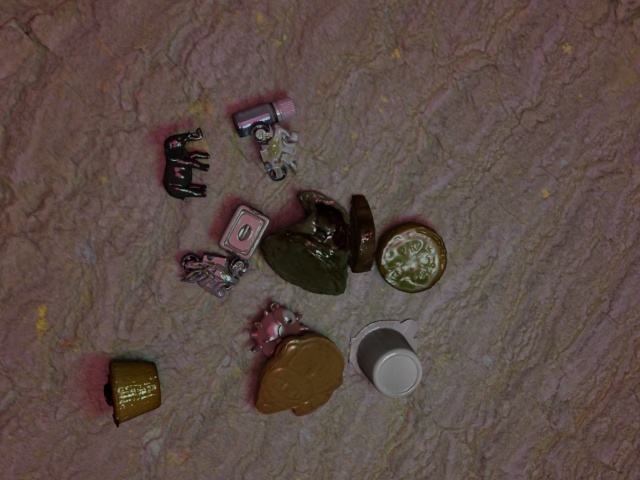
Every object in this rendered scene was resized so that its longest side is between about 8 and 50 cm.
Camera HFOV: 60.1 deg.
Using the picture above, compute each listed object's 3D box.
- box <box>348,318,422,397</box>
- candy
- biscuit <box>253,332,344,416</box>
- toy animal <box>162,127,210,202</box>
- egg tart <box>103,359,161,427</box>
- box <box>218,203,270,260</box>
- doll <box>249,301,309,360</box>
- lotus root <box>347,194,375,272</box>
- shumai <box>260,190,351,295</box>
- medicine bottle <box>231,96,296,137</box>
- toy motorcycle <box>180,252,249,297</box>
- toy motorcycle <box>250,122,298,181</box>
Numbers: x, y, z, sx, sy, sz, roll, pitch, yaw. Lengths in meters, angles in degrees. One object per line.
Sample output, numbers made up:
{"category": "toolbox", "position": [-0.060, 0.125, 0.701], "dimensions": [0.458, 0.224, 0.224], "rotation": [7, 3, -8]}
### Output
{"category": "box", "position": [0.270, 0.426, 1.974], "dimensions": [0.291, 0.206, 0.262], "rotation": [-39, 106, -1]}
{"category": "candy", "position": [0.322, 0.060, 1.967], "dimensions": [0.259, 0.118, 0.260], "rotation": [-1, 99, -9]}
{"category": "biscuit", "position": [-0.067, 0.486, 1.944], "dimensions": [0.312, 0.057, 0.351], "rotation": [33, 99, -31]}
{"category": "toy animal", "position": [-0.426, -0.238, 1.754], "dimensions": [0.146, 0.114, 0.245], "rotation": [6, 98, -14]}
{"category": "egg tart", "position": [-0.614, 0.486, 1.802], "dimensions": [0.170, 0.215, 0.215], "rotation": [-6, 101, -22]}
{"category": "box", "position": [-0.256, -0.033, 1.838], "dimensions": [0.124, 0.093, 0.172], "rotation": [29, 93, -16]}
{"category": "doll", "position": [-0.144, 0.338, 1.927], "dimensions": [0.211, 0.093, 0.262], "rotation": [-4, 100, -20]}
{"category": "lotus root", "position": [0.142, -0.013, 1.896], "dimensions": [0.074, 0.170, 0.261], "rotation": [0, 105, -9]}
{"category": "shumai", "position": [0.000, 0.000, 1.864], "dimensions": [0.330, 0.292, 0.288], "rotation": [42, 53, -23]}
{"category": "medicine bottle", "position": [-0.181, -0.403, 1.792], "dimensions": [0.203, 0.083, 0.083], "rotation": [-21, 104, -6]}
{"category": "toy motorcycle", "position": [-0.356, 0.119, 1.855], "dimensions": [0.225, 0.073, 0.152], "rotation": [3, 102, -13]}
{"category": "toy motorcycle", "position": [-0.133, -0.299, 1.807], "dimensions": [0.151, 0.074, 0.229], "rotation": [-27, 126, -4]}
